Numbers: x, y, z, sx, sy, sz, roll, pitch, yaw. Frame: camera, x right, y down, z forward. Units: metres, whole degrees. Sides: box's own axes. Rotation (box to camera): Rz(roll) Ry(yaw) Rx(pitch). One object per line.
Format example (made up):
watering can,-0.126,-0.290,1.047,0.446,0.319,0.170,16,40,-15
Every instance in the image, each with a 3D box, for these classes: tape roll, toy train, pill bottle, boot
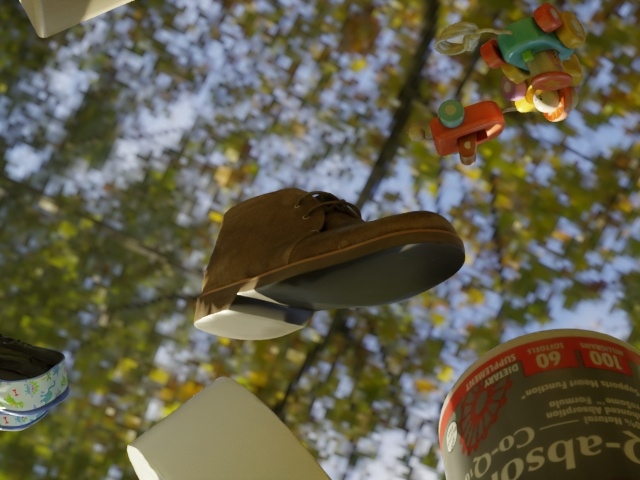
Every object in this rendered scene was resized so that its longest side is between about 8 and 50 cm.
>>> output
tape roll,-0.036,0.252,1.447,0.100,0.286,0.286,-36,-147,-15
toy train,0.126,-0.098,1.221,0.125,0.166,0.046,-16,-112,-5
pill bottle,0.222,0.258,1.459,0.210,0.210,0.363,-46,-152,25
boot,0.000,0.000,1.452,0.305,0.112,0.115,-16,-118,50

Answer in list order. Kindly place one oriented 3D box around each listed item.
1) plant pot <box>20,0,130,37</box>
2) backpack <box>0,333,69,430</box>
plant pot,-0.218,-0.258,1.514,0.109,0.096,0.109,-25,-116,-10
backpack,-0.338,0.159,1.970,0.114,0.105,0.084,6,-67,27
